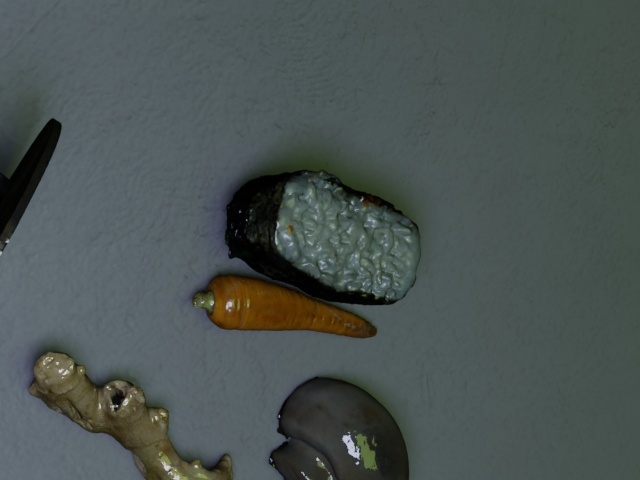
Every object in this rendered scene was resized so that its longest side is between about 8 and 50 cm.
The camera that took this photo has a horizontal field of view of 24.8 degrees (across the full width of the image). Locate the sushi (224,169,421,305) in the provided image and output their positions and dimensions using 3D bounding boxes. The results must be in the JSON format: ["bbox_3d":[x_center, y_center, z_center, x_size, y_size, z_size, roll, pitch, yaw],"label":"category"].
[{"bbox_3d":[0.000,0.000,1.613,0.225,0.127,0.124,21,78,-39],"label":"sushi"}]

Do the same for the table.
[{"bbox_3d":[-0.422,-0.029,1.302,0.249,0.317,0.317,32,73,-15],"label":"table"}]

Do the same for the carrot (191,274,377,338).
[{"bbox_3d":[-0.029,0.081,1.636,0.257,0.061,0.061,11,84,-34],"label":"carrot"}]

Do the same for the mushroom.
[{"bbox_3d":[0.036,0.245,1.653,0.141,0.117,0.188,-35,104,-40],"label":"mushroom"}]

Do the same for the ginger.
[{"bbox_3d":[-0.188,0.198,1.524,0.089,0.075,0.288,-41,120,19],"label":"ginger"}]
